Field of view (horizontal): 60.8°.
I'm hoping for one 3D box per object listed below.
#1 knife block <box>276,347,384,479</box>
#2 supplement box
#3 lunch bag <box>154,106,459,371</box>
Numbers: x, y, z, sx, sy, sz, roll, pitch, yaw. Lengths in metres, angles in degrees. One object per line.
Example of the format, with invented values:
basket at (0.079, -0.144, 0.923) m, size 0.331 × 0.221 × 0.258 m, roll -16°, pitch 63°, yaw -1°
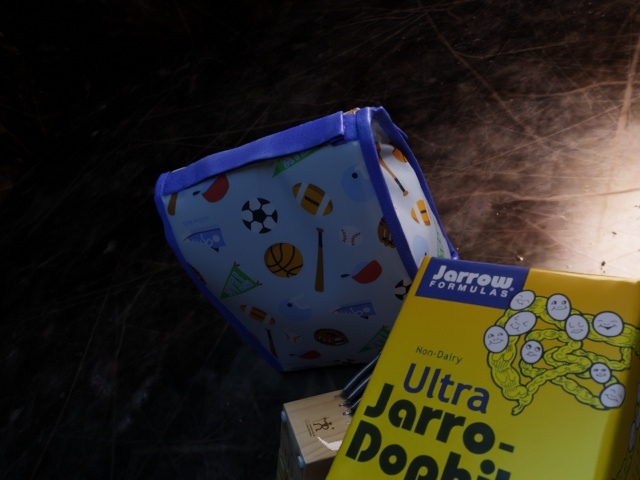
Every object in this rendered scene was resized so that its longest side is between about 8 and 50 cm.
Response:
knife block at (0.073, 0.258, 0.699) m, size 0.242 × 0.275 × 0.088 m, roll -6°, pitch 36°, yaw -19°
supplement box at (0.140, 0.216, 0.453) m, size 0.194 × 0.195 × 0.356 m, roll 6°, pitch 57°, yaw 39°
lunch bag at (0.000, 0.000, 0.792) m, size 0.328 × 0.385 × 0.238 m, roll -14°, pitch 45°, yaw 24°
